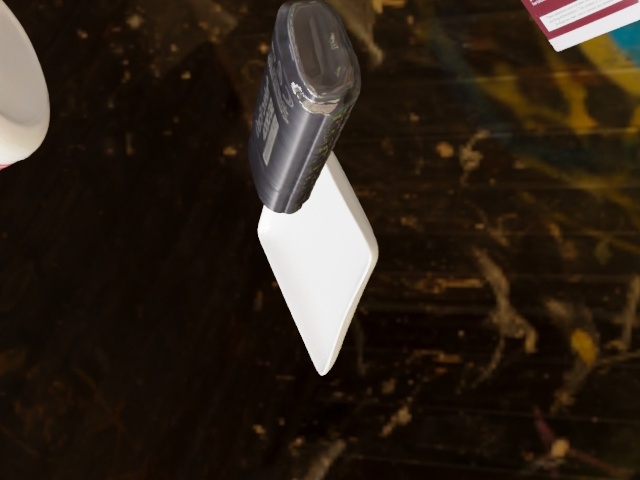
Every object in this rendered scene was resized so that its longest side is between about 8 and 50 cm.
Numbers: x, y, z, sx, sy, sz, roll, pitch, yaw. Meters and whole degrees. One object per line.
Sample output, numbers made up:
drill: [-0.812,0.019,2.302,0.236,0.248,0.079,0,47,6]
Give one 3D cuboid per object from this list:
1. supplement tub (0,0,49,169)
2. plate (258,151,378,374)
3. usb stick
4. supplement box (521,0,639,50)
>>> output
supplement tub: [-0.401,-0.113,1.067,0.191,0.272,0.191,57,-163,-30]
plate: [0.000,0.000,1.642,0.278,0.045,0.277,110,143,-47]
usb stick: [-0.017,-0.080,0.785,0.278,0.045,0.077,120,137,-77]
supplement box: [0.162,-0.266,0.879,0.073,0.130,0.239,-41,-79,-18]
